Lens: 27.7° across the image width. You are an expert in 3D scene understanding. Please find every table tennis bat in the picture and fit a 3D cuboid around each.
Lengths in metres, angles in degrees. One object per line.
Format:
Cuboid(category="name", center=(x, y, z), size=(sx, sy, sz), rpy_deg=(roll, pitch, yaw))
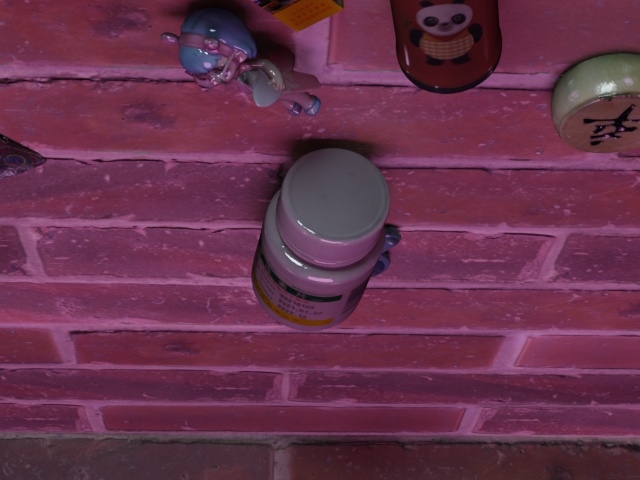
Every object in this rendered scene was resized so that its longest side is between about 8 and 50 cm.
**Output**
Cuboid(category="table tennis bat", center=(0.079, 0.029, 2.465), size=(0.149, 0.038, 0.237), rpy_deg=(14, 153, -27))

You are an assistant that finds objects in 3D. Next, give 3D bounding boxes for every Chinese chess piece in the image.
Cuboid(category="Chinese chess piece", center=(0.441, -0.201, 1.945), size=(0.188, 0.083, 0.188), rpy_deg=(-3, 153, -1))

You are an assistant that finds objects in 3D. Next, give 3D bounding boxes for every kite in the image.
Cuboid(category="kite", center=(-0.574, -0.167, 2.079), size=(0.152, 0.015, 0.285), rpy_deg=(-14, 154, 20))

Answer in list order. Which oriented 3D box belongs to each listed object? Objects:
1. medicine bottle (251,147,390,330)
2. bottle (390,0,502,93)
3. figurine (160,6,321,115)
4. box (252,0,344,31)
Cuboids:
Cuboid(category="medicine bottle", center=(0.000, 0.000, 2.204), size=(0.208, 0.208, 0.339), rpy_deg=(3, 154, -8))
Cuboid(category="bottle", center=(0.147, -0.331, 1.616), size=(0.144, 0.144, 0.336), rpy_deg=(-5, 151, 9))
Cuboid(category="figurine", center=(-0.112, -0.250, 1.844), size=(0.260, 0.103, 0.205), rpy_deg=(25, 180, -45))
Cuboid(category="box", center=(-0.049, -0.335, 1.731), size=(0.087, 0.023, 0.155), rpy_deg=(-17, 149, 37))
